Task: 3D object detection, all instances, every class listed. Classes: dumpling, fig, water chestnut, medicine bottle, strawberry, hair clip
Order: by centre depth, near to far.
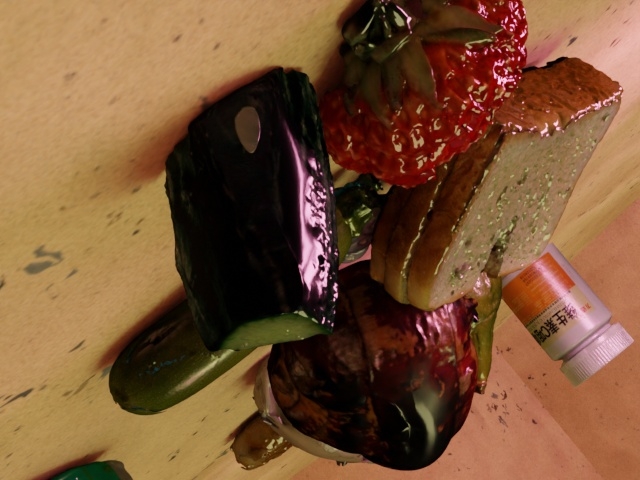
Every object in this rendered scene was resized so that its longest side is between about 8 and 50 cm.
[{"bbox_3d":[0.088,-0.108,0.808,0.188,0.106,0.286,-37,167,1],"label":"strawberry"},{"bbox_3d":[-0.001,-0.001,1.071,0.195,0.052,0.124,-29,155,-7],"label":"hair clip"},{"bbox_3d":[0.074,0.140,1.293,0.289,0.289,0.244,-53,-168,45],"label":"water chestnut"},{"bbox_3d":[0.199,0.108,1.516,0.203,0.235,0.203,-33,162,-13],"label":"fig"},{"bbox_3d":[0.012,0.225,1.565,0.293,0.205,0.163,31,157,-36],"label":"dumpling"},{"bbox_3d":[0.484,0.131,2.142,0.158,0.318,0.158,-35,167,-9],"label":"medicine bottle"}]

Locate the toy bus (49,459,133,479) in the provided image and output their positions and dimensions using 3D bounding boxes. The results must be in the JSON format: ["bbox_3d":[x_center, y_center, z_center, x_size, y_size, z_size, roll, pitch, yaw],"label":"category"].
[{"bbox_3d":[-0.352,0.433,1.241,0.343,0.184,0.199,-44,162,16],"label":"toy bus"}]

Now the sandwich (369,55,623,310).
[{"bbox_3d":[0.176,-0.056,1.082,0.273,0.095,0.249,-20,140,-46],"label":"sandwich"}]

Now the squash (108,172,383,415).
[{"bbox_3d":[-0.066,0.053,0.975,0.331,0.087,0.087,-40,166,1],"label":"squash"}]

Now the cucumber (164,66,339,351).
[{"bbox_3d":[-0.044,-0.027,0.679,0.115,0.193,0.086,-6,157,-7],"label":"cucumber"}]

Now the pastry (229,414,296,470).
[{"bbox_3d":[-0.091,0.352,1.871,0.153,0.081,0.153,-26,163,-9],"label":"pastry"}]
